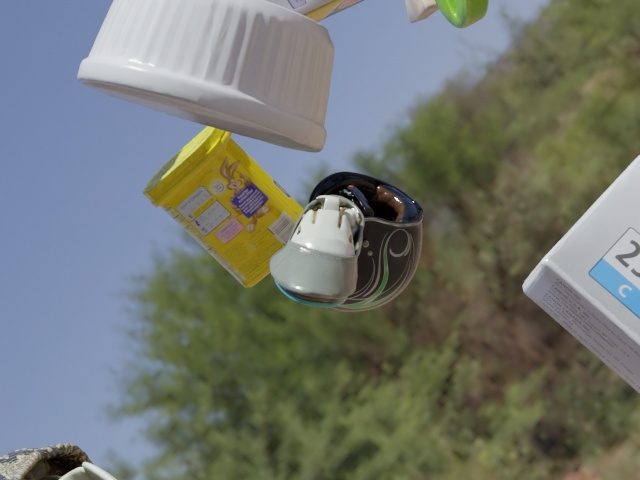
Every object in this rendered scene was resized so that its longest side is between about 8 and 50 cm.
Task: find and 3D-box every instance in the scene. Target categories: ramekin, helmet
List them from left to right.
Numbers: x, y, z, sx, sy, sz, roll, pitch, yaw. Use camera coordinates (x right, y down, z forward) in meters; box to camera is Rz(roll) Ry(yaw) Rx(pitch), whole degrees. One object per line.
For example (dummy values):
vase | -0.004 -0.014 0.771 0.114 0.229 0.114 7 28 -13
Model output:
ramekin | -0.109 -0.188 1.932 0.273 0.273 0.127 18 -92 -84
helmet | 0.042 0.012 2.356 0.161 0.169 0.169 -66 -11 25

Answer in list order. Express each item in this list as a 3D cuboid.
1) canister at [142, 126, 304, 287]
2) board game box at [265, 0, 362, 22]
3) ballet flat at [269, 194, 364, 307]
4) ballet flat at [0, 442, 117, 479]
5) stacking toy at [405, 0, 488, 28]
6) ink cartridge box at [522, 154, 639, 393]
canister | -0.105 -0.039 2.165 0.126 0.170 0.073 -39 14 27
board game box | -0.073 -0.387 2.417 0.316 0.242 0.064 -28 -5 -34
ballet flat | 0.000 0.000 1.508 0.213 0.072 0.068 -72 -7 -79
ballet flat | -0.222 0.264 1.483 0.182 0.164 0.483 -31 15 -1
stacking toy | 0.163 -0.406 2.222 0.130 0.279 0.309 -21 10 -12
ink cartridge box | 0.352 0.044 1.465 0.261 0.296 0.066 -44 -10 -28
